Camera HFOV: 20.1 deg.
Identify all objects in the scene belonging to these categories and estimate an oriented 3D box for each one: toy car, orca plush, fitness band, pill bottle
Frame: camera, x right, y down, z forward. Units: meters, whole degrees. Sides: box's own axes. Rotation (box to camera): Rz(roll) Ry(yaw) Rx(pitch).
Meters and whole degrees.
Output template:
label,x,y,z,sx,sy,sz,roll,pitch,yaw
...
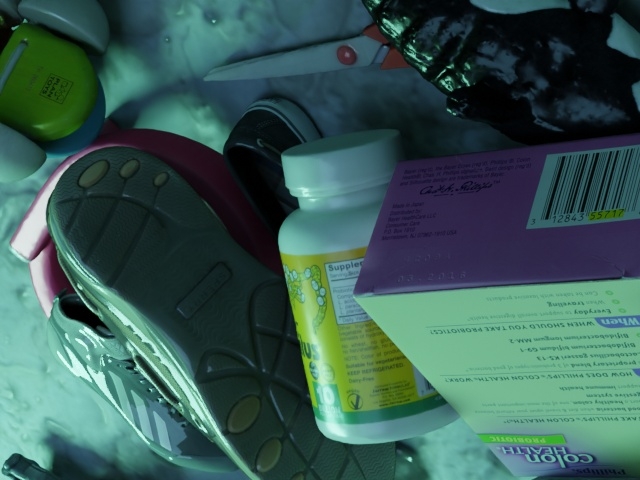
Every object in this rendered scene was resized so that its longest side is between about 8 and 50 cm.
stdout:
label,x,y,z,sx,sy,sz,roll,pitch,yaw
toy car,-0.246,-0.123,1.424,0.182,0.159,0.136,20,166,22
orca plush,0.108,-0.127,1.175,0.287,0.102,0.151,41,134,-2
fitness band,-0.146,0.019,1.506,0.209,0.054,0.291,42,135,0
pill bottle,0.035,0.030,1.299,0.117,0.117,0.208,-4,103,35

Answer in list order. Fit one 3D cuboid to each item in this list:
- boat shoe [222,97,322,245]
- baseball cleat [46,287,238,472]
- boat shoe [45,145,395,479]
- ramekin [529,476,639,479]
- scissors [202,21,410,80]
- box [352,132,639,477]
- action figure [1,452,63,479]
label,x,y,z,sx,sy,sz,roll,pitch,yaw
boat shoe,0.000,0.000,1.381,0.080,0.076,0.228,-16,112,40
baseball cleat,-0.141,0.115,1.484,0.206,0.072,0.109,32,151,6
boat shoe,-0.076,0.076,1.403,0.355,0.132,0.130,52,162,-7
ramekin,0.250,0.232,1.251,0.277,0.277,0.135,-5,96,35
scissors,0.039,-0.129,1.299,0.297,0.021,0.109,-23,109,39
box,0.182,0.051,1.214,0.213,0.117,0.243,-5,141,36
action figure,-0.199,0.376,1.720,0.341,0.178,0.330,28,142,16
